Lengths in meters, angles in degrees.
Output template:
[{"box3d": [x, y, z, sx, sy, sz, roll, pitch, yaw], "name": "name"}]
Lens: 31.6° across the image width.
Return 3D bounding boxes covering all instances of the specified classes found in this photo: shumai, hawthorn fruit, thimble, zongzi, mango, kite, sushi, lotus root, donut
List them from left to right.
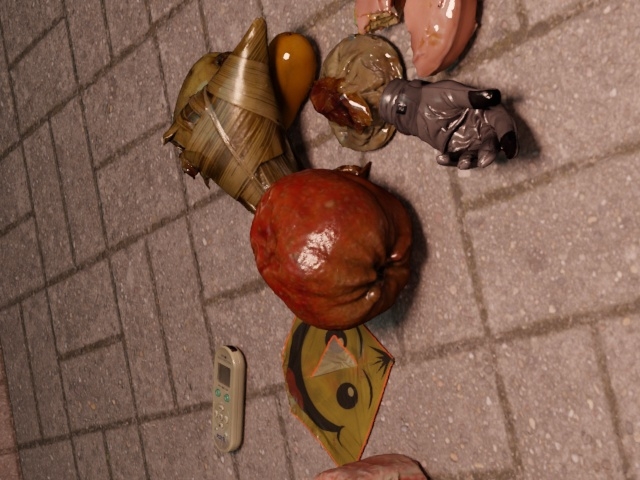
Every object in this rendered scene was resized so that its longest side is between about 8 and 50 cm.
[{"box3d": [-0.207, -0.229, 2.120, 0.154, 0.154, 0.278, 53, 137, 35], "name": "lotus root"}, {"box3d": [-0.088, -0.196, 1.920, 0.286, 0.134, 0.288, 40, 120, 0], "name": "zongzi"}, {"box3d": [-0.059, -0.279, 1.970, 0.102, 0.085, 0.184, 45, 140, 32], "name": "mango"}, {"box3d": [0.015, 0.007, 1.761, 0.262, 0.258, 0.258, 33, 125, 13], "name": "hawthorn fruit"}, {"box3d": [0.028, 0.233, 1.979, 0.327, 0.013, 0.377, -24, 75, 51], "name": "kite"}, {"box3d": [0.040, -0.231, 1.809, 0.201, 0.120, 0.201, 14, 108, 50], "name": "shumai"}, {"box3d": [0.044, -0.103, 1.884, 0.099, 0.047, 0.050, -7, 101, 37], "name": "sushi"}, {"box3d": [0.086, 0.466, 1.812, 0.239, 0.162, 0.239, 12, 105, 56], "name": "thimble"}, {"box3d": [0.147, -0.365, 1.672, 0.233, 0.085, 0.199, 46, 130, 40], "name": "donut"}]

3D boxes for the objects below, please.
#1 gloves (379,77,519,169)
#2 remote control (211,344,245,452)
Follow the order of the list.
[{"box3d": [0.189, -0.175, 1.619, 0.285, 0.119, 0.142, -134, 38, -52], "name": "gloves"}, {"box3d": [-0.181, 0.315, 2.249, 0.078, 0.042, 0.221, 19, 109, 52], "name": "remote control"}]
